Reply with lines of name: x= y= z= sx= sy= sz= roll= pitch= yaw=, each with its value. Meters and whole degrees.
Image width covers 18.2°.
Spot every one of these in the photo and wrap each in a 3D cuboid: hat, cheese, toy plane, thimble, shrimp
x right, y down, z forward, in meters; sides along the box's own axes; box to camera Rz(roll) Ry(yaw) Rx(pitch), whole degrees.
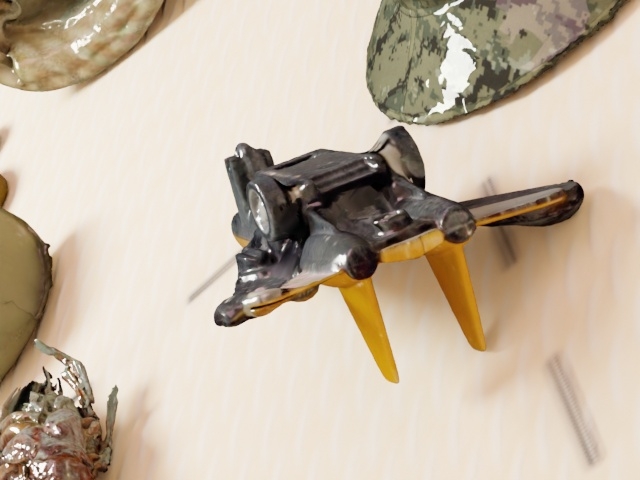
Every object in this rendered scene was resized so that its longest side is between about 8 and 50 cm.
hat: x=0.086 y=-0.203 z=1.216 sx=0.265 sy=0.128 sz=0.265 roll=-37 pitch=25 yaw=20
cheese: x=-0.292 y=0.071 z=1.445 sx=0.202 sy=0.091 sz=0.175 roll=-34 pitch=28 yaw=25
toy plane: x=-0.003 y=-0.012 z=1.120 sx=0.204 sy=0.103 sz=0.316 roll=-19 pitch=18 yaw=-17
thimble: x=-0.217 y=-0.246 z=1.651 sx=0.148 sy=0.196 sz=0.229 roll=-80 pitch=11 yaw=-51
shrimp: x=-0.164 y=0.119 z=1.219 sx=0.190 sy=0.074 sz=0.073 roll=-100 pitch=23 yaw=-69

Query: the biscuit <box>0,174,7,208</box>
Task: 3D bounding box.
biscuit: x=-0.358 y=-0.028 z=1.725 sx=0.301 sy=0.049 sz=0.197 roll=9 pitch=63 yaw=58
